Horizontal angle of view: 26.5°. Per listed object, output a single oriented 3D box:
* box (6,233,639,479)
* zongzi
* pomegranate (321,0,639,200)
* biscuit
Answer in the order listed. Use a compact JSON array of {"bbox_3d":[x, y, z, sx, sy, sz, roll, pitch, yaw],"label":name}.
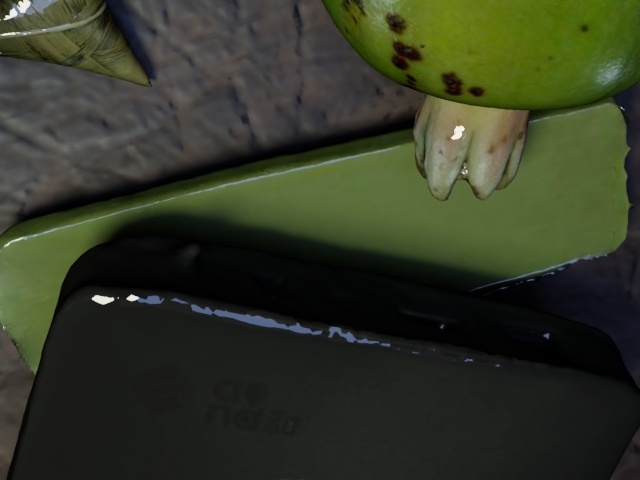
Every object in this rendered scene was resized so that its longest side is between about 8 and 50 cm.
[{"bbox_3d":[-0.014,0.140,0.689,0.290,0.073,0.289,11,121,-16],"label":"box"},{"bbox_3d":[-0.129,-0.090,0.628,0.076,0.040,0.083,-22,131,5],"label":"zongzi"},{"bbox_3d":[0.079,-0.112,0.585,0.180,0.180,0.209,0,117,-11],"label":"pomegranate"},{"bbox_3d":[0.000,0.000,0.679,0.323,0.038,0.099,-13,116,-5],"label":"biscuit"}]
